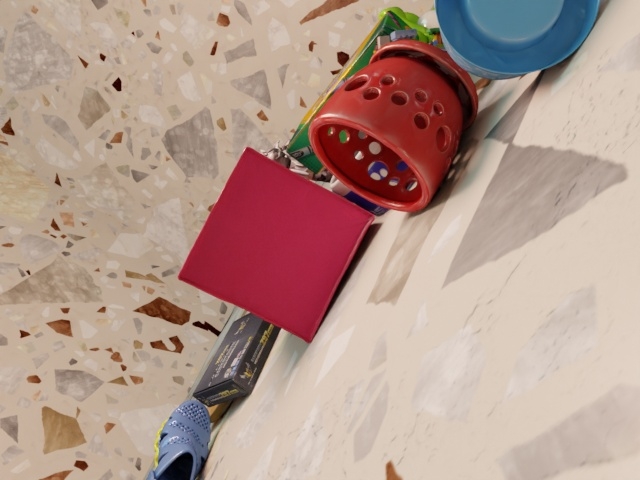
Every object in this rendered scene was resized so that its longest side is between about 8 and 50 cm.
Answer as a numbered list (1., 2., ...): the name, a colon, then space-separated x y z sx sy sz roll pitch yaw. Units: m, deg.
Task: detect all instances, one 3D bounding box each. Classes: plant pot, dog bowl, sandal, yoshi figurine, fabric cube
1. plant pot: -0.235 0.376 1.331 0.236 0.032 0.236 -56 7 10
2. dog bowl: 0.209 -0.319 0.557 0.074 0.166 0.297 10 -97 -84
3. sandal: -0.291 0.465 1.048 0.138 0.126 0.317 -50 19 31
4. yoshi figurine: 0.200 -0.424 1.152 0.362 0.203 0.203 -61 1 -44
5. plant pot: 0.104 -0.162 0.697 0.174 0.191 0.191 -58 7 -16
6. dog bowl: 0.130 -0.181 0.931 0.264 0.104 0.265 -56 8 12
7. fabric cube: -0.086 0.007 0.964 0.254 0.259 0.258 -62 9 -4

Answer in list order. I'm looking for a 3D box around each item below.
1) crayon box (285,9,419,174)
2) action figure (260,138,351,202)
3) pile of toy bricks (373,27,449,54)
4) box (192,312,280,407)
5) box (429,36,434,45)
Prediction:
1. crayon box: 0.059 -0.270 0.935 0.278 0.081 0.165 -46 15 33
2. action figure: -0.019 -0.163 1.113 0.285 0.185 0.099 7 -66 -51
3. pile of toy bricks: 0.194 -0.263 0.755 0.118 0.213 0.105 -106 9 -73
4. box: -0.190 0.269 1.208 0.183 0.059 0.232 -32 22 42
5. box: 0.281 -0.390 0.864 0.058 0.087 0.232 -60 7 -14
